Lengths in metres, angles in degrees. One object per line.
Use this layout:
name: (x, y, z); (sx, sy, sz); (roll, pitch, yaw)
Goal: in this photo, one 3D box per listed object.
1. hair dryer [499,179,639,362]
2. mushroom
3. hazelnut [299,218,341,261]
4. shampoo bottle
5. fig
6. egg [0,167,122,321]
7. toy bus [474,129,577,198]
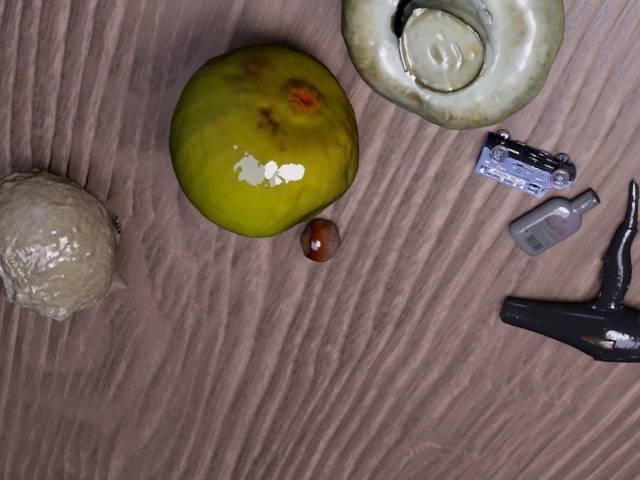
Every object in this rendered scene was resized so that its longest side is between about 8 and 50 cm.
hair dryer: (0.506, 0.050, 1.498); (0.303, 0.120, 0.359); (15, 114, 23)
mushroom: (0.195, -0.332, 1.229); (0.352, 0.260, 0.352); (11, 126, 15)
hazelnut: (0.000, 0.000, 1.599); (0.086, 0.086, 0.086); (7, 122, 11)
shampoo bottle: (0.428, -0.038, 1.475); (0.165, 0.040, 0.080); (-36, 105, 30)
fig: (-0.106, -0.154, 1.388); (0.343, 0.343, 0.343); (7, 122, 11)
egg: (-0.549, 0.004, 1.644); (0.279, 0.279, 0.310); (-27, 96, 28)
toy bus: (0.358, -0.128, 1.421); (0.167, 0.073, 0.076); (23, 127, 5)
